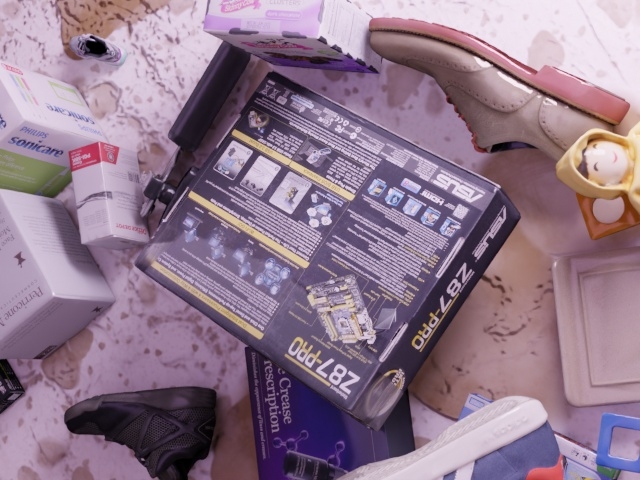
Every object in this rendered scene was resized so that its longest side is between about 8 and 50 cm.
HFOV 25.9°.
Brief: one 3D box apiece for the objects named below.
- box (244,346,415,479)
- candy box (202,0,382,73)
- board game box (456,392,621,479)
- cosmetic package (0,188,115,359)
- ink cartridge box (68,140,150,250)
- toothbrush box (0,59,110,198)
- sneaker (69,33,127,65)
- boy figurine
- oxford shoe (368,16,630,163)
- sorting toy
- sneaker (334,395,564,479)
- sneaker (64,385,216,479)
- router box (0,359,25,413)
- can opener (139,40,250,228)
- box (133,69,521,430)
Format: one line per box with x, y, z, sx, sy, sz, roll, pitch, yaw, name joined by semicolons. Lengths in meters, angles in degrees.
0.018;0.250;1.746;0.184;0.103;0.261;-11;79;21;box
-0.030;-0.271;1.774;0.165;0.196;0.070;8;87;26;candy box
0.244;0.286;1.670;0.201;0.035;0.136;24;94;25;board game box
-0.416;0.050;1.940;0.151;0.151;0.184;-38;70;17;cosmetic package
-0.292;-0.059;1.924;0.056;0.099;0.135;-15;77;23;ink cartridge box
-0.473;-0.106;1.956;0.283;0.206;0.122;-38;69;17;toothbrush box
-0.331;-0.279;1.985;0.098;0.069;0.038;14;90;26;sneaker
0.412;-0.090;1.577;0.285;0.092;0.177;6;83;10;boy figurine
0.194;-0.178;1.703;0.348;0.123;0.130;26;101;26;oxford shoe
0.378;0.096;1.627;0.196;0.047;0.348;-8;80;20;sorting toy
0.122;0.314;1.593;0.350;0.131;0.148;-25;92;-1;sneaker
-0.246;0.269;1.872;0.227;0.087;0.130;-6;75;19;sneaker
-0.497;0.200;2.023;0.092;0.038;0.122;-41;69;16;router box
-0.167;-0.142;1.903;0.093;0.074;0.280;26;98;-9;can opener
0.000;0.000;1.715;0.395;0.097;0.318;30;82;35;box
